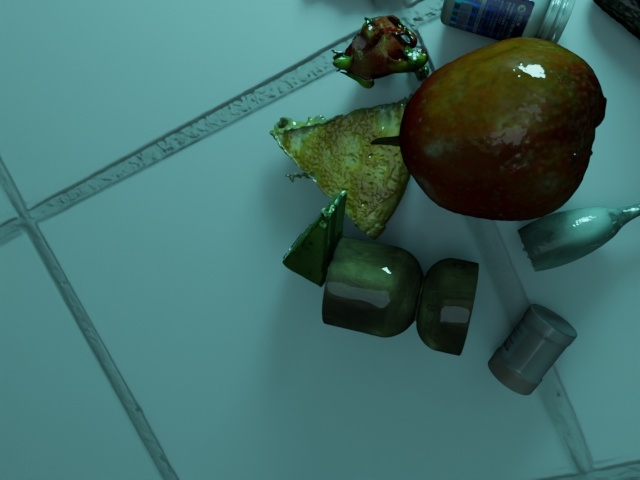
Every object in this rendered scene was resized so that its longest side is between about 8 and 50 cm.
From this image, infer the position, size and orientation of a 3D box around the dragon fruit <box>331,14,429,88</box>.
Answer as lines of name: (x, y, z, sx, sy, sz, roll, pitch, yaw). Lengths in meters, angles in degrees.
dragon fruit: (0.113, -0.328, 0.923, 0.175, 0.138, 0.142, 20, 88, -3)

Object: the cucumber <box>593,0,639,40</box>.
cucumber: (0.515, -0.346, 0.849, 0.215, 0.052, 0.058, 43, 148, 2)

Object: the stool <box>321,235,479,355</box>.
stool: (0.150, 0.102, 1.018, 0.264, 0.179, 0.179, 11, 109, 13)

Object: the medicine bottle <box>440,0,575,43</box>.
medicine bottle: (0.302, -0.382, 0.866, 0.192, 0.107, 0.107, 21, 111, 9)

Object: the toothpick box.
toothpick box: (0.403, 0.208, 1.020, 0.098, 0.098, 0.148, 30, 112, 5)

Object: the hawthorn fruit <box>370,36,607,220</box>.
hawthorn fruit: (0.255, -0.172, 0.863, 0.369, 0.285, 0.284, -2, 106, 28)

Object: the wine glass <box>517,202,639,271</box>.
wine glass: (0.481, -0.115, 0.938, 0.310, 0.096, 0.264, -23, 76, 22)

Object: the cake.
cake: (0.016, 0.000, 1.009, 0.099, 0.100, 0.235, 35, 149, -4)

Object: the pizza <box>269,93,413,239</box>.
pizza: (0.042, -0.179, 1.025, 0.288, 0.075, 0.279, 25, 107, 9)
